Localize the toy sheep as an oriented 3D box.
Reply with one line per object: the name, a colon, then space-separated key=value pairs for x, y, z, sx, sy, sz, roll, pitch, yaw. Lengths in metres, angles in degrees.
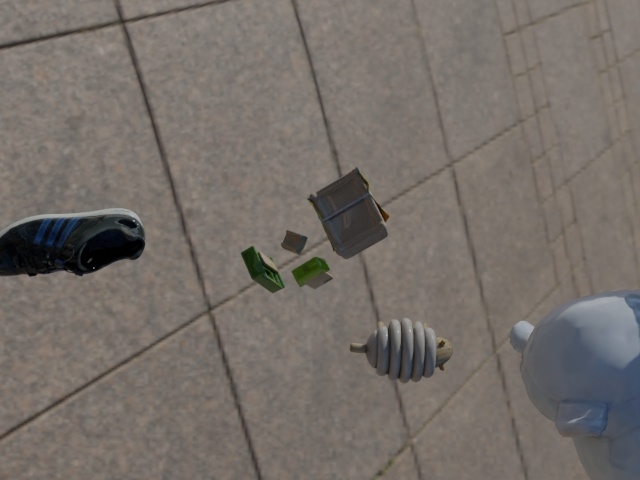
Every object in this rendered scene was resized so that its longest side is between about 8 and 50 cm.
toy sheep: x=0.102 y=0.139 z=1.313 sx=0.091 sy=0.132 sz=0.091 roll=178 pitch=-90 yaw=-89

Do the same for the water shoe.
water shoe: x=-0.322 y=0.008 z=1.304 sx=0.080 sy=0.203 sz=0.073 roll=-122 pitch=-161 yaw=-58

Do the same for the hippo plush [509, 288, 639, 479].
hippo plush: x=0.275 y=0.086 z=0.745 sx=0.294 sy=0.236 sz=0.234 roll=59 pitch=-1 yaw=-23

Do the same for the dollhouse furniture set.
dollhouse furniture set: x=0.000 y=0.000 z=1.045 sx=0.076 sy=0.151 sz=0.058 roll=63 pitch=10 yaw=22
